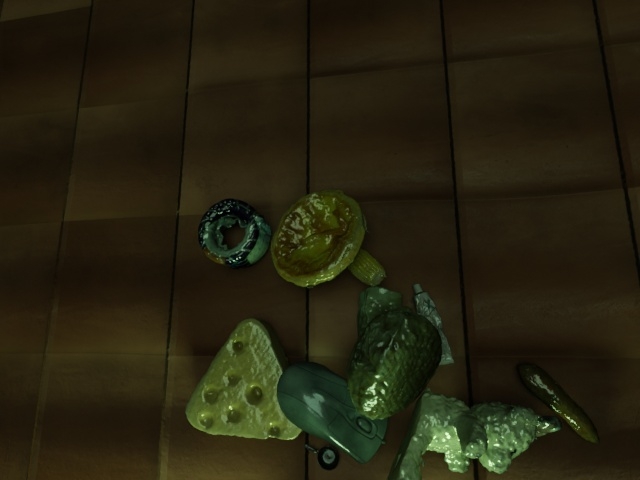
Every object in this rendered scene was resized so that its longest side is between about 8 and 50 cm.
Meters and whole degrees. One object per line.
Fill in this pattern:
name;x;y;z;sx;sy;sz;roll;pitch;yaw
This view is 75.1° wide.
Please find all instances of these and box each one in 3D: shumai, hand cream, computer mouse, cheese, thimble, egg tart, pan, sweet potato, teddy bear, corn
shumai;0.162;0.308;1.209;0.288;0.291;0.330;34;95;45
hand cream;0.336;0.257;1.282;0.083;0.050;0.257;-15;78;5
computer mouse;0.047;0.489;1.204;0.370;0.122;0.188;34;65;-3
cheese;-0.252;0.482;1.320;0.382;0.104;0.385;-2;77;9
thimble;-0.285;-0.021;1.415;0.236;0.150;0.238;-3;76;10
egg tart;-0.001;0.001;1.340;0.340;0.132;0.342;-11;63;22
pan;0.004;0.650;1.273;0.115;0.023;0.069;25;84;13
sweet potato;0.666;0.451;1.158;0.075;0.075;0.273;-45;74;-1
teddy bear;0.395;0.557;1.065;0.361;0.328;0.376;22;54;15
corn;0.141;0.083;1.310;0.085;0.063;0.165;-29;30;-13
